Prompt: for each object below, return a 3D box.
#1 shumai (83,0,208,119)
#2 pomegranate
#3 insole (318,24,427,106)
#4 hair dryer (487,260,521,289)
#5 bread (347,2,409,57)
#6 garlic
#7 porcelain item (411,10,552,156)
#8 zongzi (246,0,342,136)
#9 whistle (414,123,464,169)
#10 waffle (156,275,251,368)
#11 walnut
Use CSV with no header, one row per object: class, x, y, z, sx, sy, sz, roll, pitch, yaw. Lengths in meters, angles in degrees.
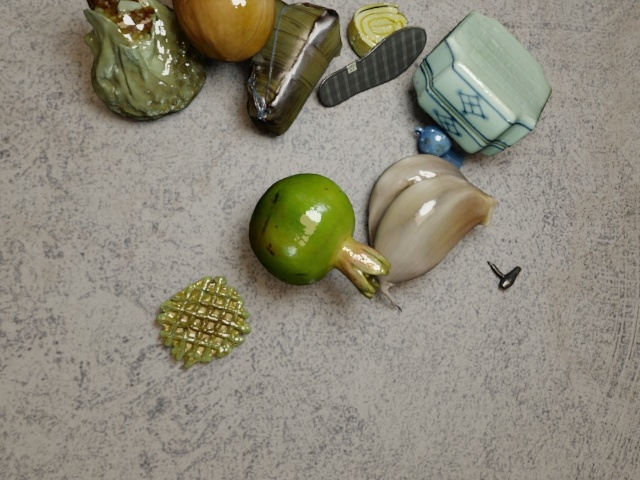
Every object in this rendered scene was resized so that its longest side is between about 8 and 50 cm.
shumai,-0.348,-0.376,0.838,0.189,0.218,0.256,34,78,6
pomegranate,0.000,0.000,0.858,0.301,0.236,0.236,32,78,20
insole,0.128,-0.414,1.012,0.309,0.012,0.110,-30,135,-10
hair dryer,0.459,0.074,1.067,0.079,0.031,0.083,-41,86,-23
bread,0.144,-0.511,1.032,0.156,0.064,0.118,-15,92,-14
garlic,0.201,-0.046,0.966,0.340,0.246,0.231,-48,51,3
porcelain item,0.371,-0.360,0.989,0.286,0.157,0.281,41,56,-7
zongzi,-0.138,-0.415,0.940,0.300,0.138,0.286,32,87,6
whistle,0.294,-0.231,1.028,0.158,0.090,0.090,29,79,-8
waffle,-0.245,0.172,0.898,0.183,0.036,0.169,-30,93,-13
walnut,-0.196,-0.494,0.806,0.203,0.203,0.298,-18,96,-13
